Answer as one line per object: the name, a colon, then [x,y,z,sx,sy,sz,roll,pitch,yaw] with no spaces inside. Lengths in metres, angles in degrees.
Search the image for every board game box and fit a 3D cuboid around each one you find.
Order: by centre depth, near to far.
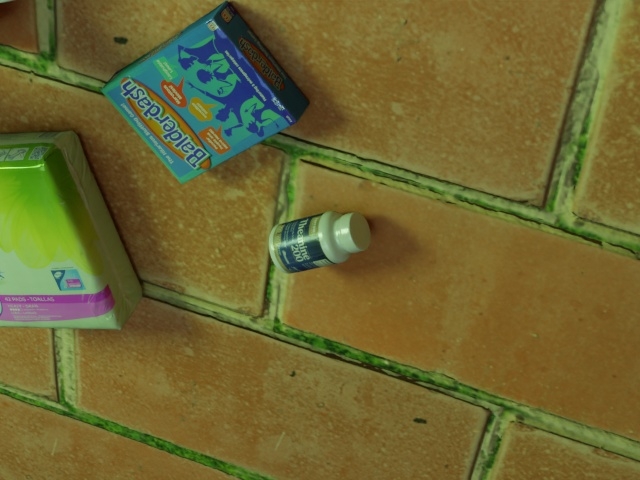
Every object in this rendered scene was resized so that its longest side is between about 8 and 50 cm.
board game box: [-0.142,-0.174,1.563,0.210,0.047,0.160,-25,114,39]

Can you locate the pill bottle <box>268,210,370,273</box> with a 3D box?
pill bottle: [0.000,0.000,1.629,0.120,0.067,0.067,-13,121,33]

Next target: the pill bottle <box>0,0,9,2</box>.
pill bottle: [-0.378,-0.375,1.460,0.112,0.112,0.187,7,129,20]

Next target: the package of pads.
package of pads: [-0.403,-0.012,1.786,0.229,0.101,0.297,0,127,23]
